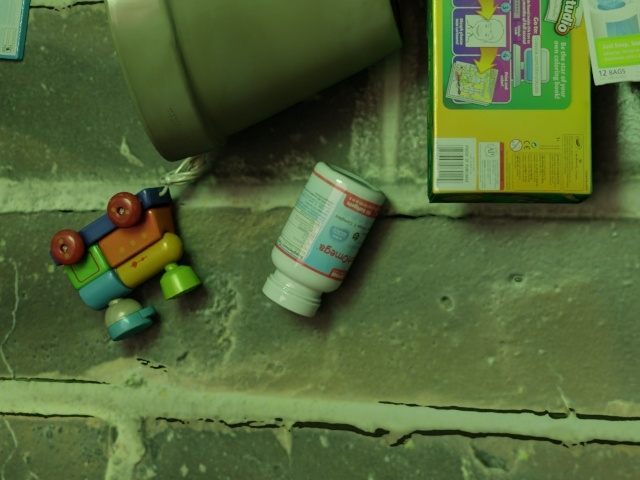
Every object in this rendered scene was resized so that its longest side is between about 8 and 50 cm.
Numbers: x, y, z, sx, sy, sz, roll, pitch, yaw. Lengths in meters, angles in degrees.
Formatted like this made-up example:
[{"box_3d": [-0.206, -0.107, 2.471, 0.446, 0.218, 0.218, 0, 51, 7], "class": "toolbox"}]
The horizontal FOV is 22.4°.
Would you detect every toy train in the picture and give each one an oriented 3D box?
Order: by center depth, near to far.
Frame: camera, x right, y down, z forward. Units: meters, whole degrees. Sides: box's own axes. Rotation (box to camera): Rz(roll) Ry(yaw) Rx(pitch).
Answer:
[{"box_3d": [-0.182, 0.004, 1.879, 0.248, 0.105, 0.143, -31, 84, 19], "class": "toy train"}]

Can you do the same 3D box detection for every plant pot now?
[{"box_3d": [-0.065, -0.269, 1.750, 0.280, 0.323, 0.323, -11, 81, 8], "class": "plant pot"}]

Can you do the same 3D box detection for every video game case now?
[{"box_3d": [-0.444, -0.294, 2.062, 0.166, 0.015, 0.119, 7, 90, 25], "class": "video game case"}]

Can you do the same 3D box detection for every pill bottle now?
[{"box_3d": [0.000, 0.000, 1.797, 0.087, 0.087, 0.160, 31, 99, 23], "class": "pill bottle"}]

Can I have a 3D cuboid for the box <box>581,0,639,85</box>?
[{"box_3d": [0.323, -0.270, 1.621, 0.114, 0.103, 0.203, -4, 109, 24], "class": "box"}]

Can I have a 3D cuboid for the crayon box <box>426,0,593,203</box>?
[{"box_3d": [0.196, -0.180, 1.691, 0.165, 0.081, 0.278, 0, 86, 0], "class": "crayon box"}]

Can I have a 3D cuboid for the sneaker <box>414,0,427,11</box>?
[{"box_3d": [0.108, -0.385, 1.780, 0.100, 0.108, 0.272, -15, 96, 0], "class": "sneaker"}]
